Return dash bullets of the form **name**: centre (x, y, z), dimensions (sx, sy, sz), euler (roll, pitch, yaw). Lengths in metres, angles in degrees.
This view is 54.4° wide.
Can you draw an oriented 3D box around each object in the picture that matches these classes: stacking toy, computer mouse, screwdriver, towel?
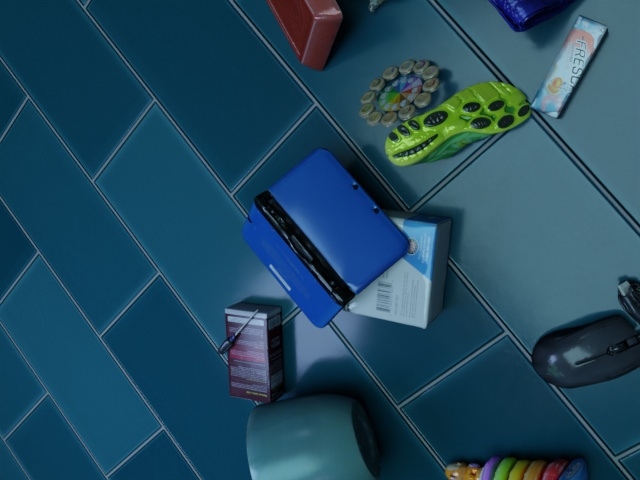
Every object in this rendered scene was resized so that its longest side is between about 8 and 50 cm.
- **stacking toy**: centre (0.406, 0.527, 1.336), dimensions (0.302, 0.175, 0.165), euler (4, 102, 39)
- **computer mouse**: centre (0.545, 0.213, 1.232), dimensions (0.272, 0.072, 0.188), euler (-32, 86, 27)
- **screwdriver**: centre (-0.207, 0.225, 1.548), dimensions (0.025, 0.024, 0.170), euler (32, 115, -11)
- **towel**: centre (0.322, -0.521, 1.127), dimensions (0.308, 0.228, 0.076), euler (54, 144, 7)

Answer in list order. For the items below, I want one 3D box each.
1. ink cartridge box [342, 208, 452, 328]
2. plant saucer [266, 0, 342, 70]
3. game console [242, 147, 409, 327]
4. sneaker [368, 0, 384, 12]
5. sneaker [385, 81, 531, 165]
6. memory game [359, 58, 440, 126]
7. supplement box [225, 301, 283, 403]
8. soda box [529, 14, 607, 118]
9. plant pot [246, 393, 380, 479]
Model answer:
- **ink cartridge box**: centre (0.115, 0.044, 1.375), dimensions (0.308, 0.129, 0.223), euler (9, 104, 25)
- **plant saucer**: centre (-0.057, -0.505, 1.296), dimensions (0.048, 0.259, 0.258), euler (-28, 87, -12)
- **game console**: centre (0.000, 0.000, 1.336), dimensions (0.293, 0.173, 0.250), euler (50, 148, 11)
- **sneaker**: centre (0.143, -0.557, 1.265), dimensions (0.411, 0.158, 0.182), euler (13, 145, 13)
- **sneaker**: centre (0.272, -0.234, 1.260), dimensions (0.296, 0.123, 0.109), euler (-19, 87, 9)
- **memory game**: centre (0.160, -0.306, 1.281), dimensions (0.186, 0.012, 0.186), euler (-21, 46, 23)
- **supplement box**: centre (-0.168, 0.286, 1.593), dimensions (0.130, 0.073, 0.239), euler (4, 101, 27)
- **soda box**: centre (0.466, -0.322, 1.169), dimensions (0.058, 0.063, 0.183), euler (30, 112, 18)
- **plant pot**: centre (0.000, 0.491, 1.442), dimensions (0.235, 0.293, 0.292), euler (-20, 91, 13)
